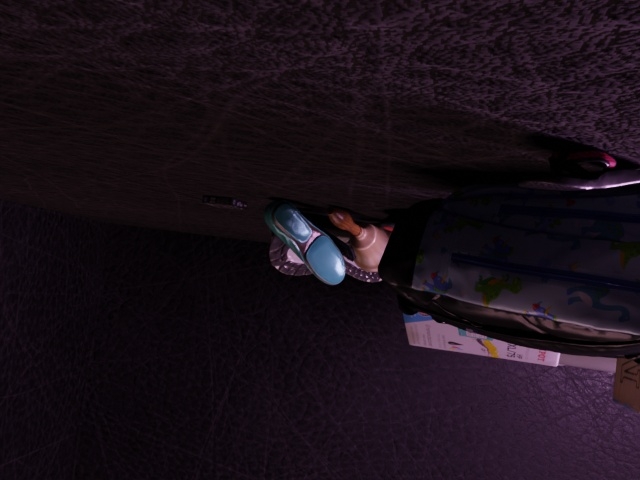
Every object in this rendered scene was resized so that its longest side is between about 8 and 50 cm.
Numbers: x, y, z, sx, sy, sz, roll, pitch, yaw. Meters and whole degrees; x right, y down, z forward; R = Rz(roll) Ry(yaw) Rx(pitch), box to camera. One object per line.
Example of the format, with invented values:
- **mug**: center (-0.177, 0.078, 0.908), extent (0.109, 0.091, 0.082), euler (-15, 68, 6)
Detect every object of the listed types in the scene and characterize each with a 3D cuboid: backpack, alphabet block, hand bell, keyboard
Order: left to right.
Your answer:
- **keyboard**: center (0.000, 0.000, 1.526), extent (0.192, 0.038, 0.100), euler (35, 167, 27)
- **hand bell**: center (0.076, -0.025, 1.480), extent (0.126, 0.126, 0.242), euler (6, 163, 31)
- **backpack**: center (0.309, 0.040, 0.852), extent (0.356, 0.273, 0.290), euler (25, 180, 41)
- **alphabet block**: center (0.807, 0.303, 1.525), extent (0.193, 0.197, 0.193), euler (7, 177, 3)

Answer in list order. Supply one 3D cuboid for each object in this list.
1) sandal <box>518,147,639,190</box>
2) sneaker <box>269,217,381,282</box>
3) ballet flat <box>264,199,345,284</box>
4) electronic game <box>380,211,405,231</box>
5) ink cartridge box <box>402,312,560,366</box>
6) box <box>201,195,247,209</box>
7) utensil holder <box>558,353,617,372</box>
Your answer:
- **sandal**: center (0.261, -0.072, 0.653), extent (0.179, 0.040, 0.067), euler (-7, -169, -34)
- **sneaker**: center (0.046, -0.006, 1.743), extent (0.411, 0.158, 0.182), euler (7, -152, -24)
- **ballet flat**: center (-0.036, -0.002, 1.462), extent (0.247, 0.083, 0.087), euler (48, 168, -27)
- **electronic game**: center (0.237, -0.022, 1.358), extent (0.229, 0.048, 0.229), euler (7, 177, 0)
- **ink cartridge box**: center (0.299, 0.080, 1.182), extent (0.270, 0.197, 0.198), euler (6, 148, 18)
- **box**: center (-0.224, -0.088, 1.547), extent (0.083, 0.018, 0.067), euler (6, 176, 26)
- **utensil holder**: center (0.848, 0.232, 1.978), extent (0.328, 0.327, 0.385), euler (9, 173, -24)
